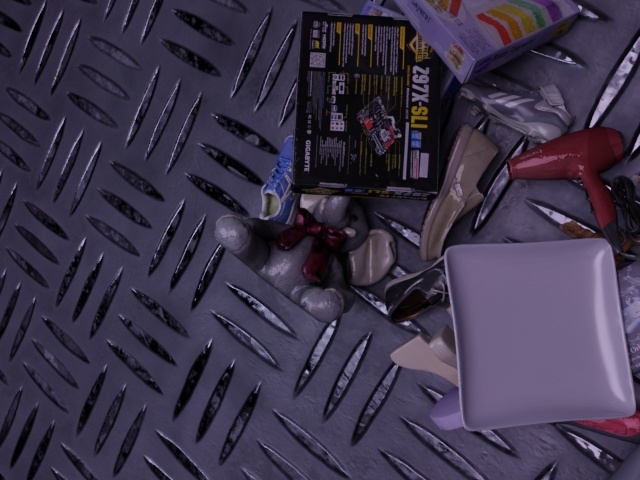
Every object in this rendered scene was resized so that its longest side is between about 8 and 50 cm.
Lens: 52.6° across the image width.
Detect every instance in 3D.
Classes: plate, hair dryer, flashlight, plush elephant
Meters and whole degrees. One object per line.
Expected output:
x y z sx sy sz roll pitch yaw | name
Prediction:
0.331 0.139 0.999 0.278 0.045 0.277 -3 80 -8 | plate
0.443 -0.099 1.045 0.294 0.080 0.223 21 55 32 | hair dryer
0.486 0.284 1.049 0.304 0.103 0.103 12 95 29 | flashlight
0.000 0.000 1.264 0.272 0.330 0.255 37 83 13 | plush elephant

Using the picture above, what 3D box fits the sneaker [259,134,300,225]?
-0.076 -0.124 1.394 0.080 0.081 0.211 13 93 31 | sneaker

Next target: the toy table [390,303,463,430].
0.268 0.191 1.116 0.274 0.252 0.161 -37 88 12 | toy table

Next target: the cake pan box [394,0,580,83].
0.274 -0.428 1.135 0.246 0.070 0.266 -26 70 -19 | cake pan box

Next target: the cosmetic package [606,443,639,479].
0.495 0.559 0.863 0.394 0.329 0.327 38 125 23 | cosmetic package

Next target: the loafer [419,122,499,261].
0.252 -0.077 1.194 0.092 0.102 0.268 19 106 5 | loafer

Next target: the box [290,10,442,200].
0.081 -0.239 1.158 0.257 0.079 0.321 3 83 -4 | box

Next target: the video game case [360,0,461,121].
0.137 -0.303 1.289 0.244 0.061 0.269 34 103 25 | video game case

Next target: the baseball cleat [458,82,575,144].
0.358 -0.249 1.170 0.206 0.072 0.109 37 92 20 | baseball cleat

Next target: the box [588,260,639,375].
0.494 0.134 1.056 0.156 0.093 0.158 -34 71 24 | box

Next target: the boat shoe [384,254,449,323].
0.221 0.088 1.206 0.233 0.079 0.084 -29 120 29 | boat shoe

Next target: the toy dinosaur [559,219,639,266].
0.494 0.005 1.067 0.212 0.112 0.064 -1 59 -9 | toy dinosaur
